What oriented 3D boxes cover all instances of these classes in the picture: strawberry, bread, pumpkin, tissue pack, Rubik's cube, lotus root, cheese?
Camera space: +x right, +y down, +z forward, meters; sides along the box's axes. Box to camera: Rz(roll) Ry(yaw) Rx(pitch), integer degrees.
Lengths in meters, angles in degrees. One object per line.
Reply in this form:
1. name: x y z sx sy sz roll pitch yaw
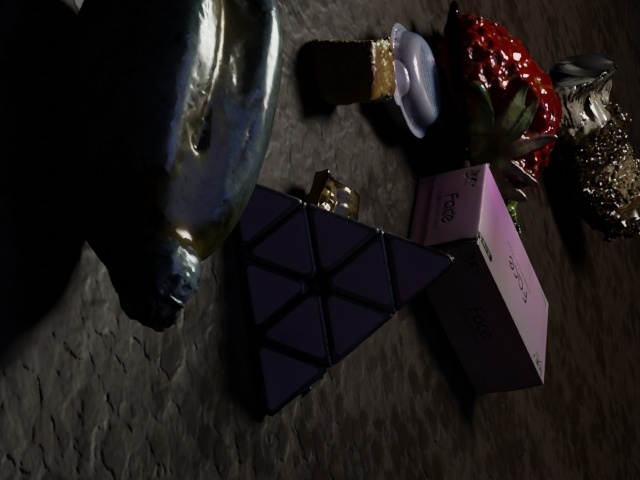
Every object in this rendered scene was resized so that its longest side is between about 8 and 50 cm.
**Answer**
1. strawberry: 0.228 -0.197 1.971 0.306 0.137 0.233 -84 159 -54
2. bread: 0.033 -0.175 1.629 0.083 0.076 0.070 -16 106 -68
3. pumpkin: 0.005 -0.025 1.540 0.101 0.035 0.073 43 52 -61
4. tissue pack: 0.193 0.046 1.880 0.149 0.092 0.246 -79 148 -46
5. Rubik's cube: 0.000 0.000 1.390 0.178 0.190 0.211 52 25 -16
6. lotus root: -0.116 -0.076 1.131 0.158 0.140 0.322 33 53 -38
7. cheese: 0.112 -0.186 1.849 0.244 0.052 0.135 -12 93 -73

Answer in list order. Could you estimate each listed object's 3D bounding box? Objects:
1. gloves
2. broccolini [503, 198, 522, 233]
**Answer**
1. gloves: 0.433 -0.140 2.496 0.210 0.135 0.312 -47 123 -63
2. broccolini: 0.223 -0.108 2.099 0.074 0.078 0.392 51 26 -30
